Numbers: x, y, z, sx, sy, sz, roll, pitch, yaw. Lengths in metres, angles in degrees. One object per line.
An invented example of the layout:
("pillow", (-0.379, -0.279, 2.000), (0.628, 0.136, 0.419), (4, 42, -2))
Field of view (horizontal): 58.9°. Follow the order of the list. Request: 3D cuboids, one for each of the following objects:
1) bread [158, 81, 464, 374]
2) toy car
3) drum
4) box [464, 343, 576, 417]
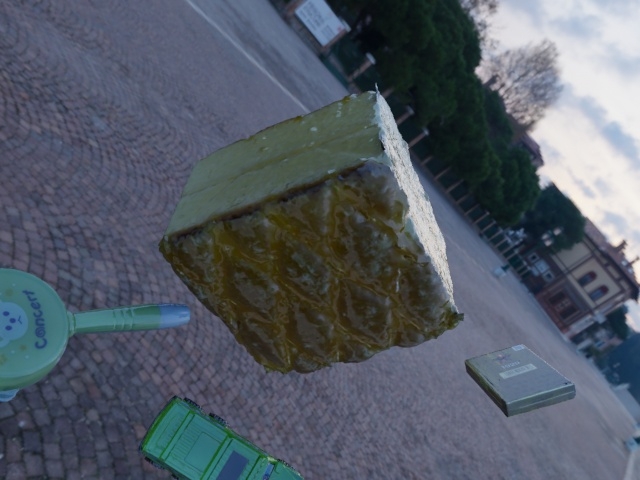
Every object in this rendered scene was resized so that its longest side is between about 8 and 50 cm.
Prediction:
("bread", (0.000, 0.000, 0.712), (0.279, 0.279, 0.207), (56, 22, -34))
("toy car", (-0.095, 0.219, 0.554), (0.165, 0.071, 0.062), (32, -21, 1))
("drum", (-0.258, 0.068, 0.577), (0.253, 0.049, 0.130), (-20, 76, -54))
("box", (0.257, 0.181, 0.745), (0.133, 0.090, 0.023), (-127, -156, -76))
